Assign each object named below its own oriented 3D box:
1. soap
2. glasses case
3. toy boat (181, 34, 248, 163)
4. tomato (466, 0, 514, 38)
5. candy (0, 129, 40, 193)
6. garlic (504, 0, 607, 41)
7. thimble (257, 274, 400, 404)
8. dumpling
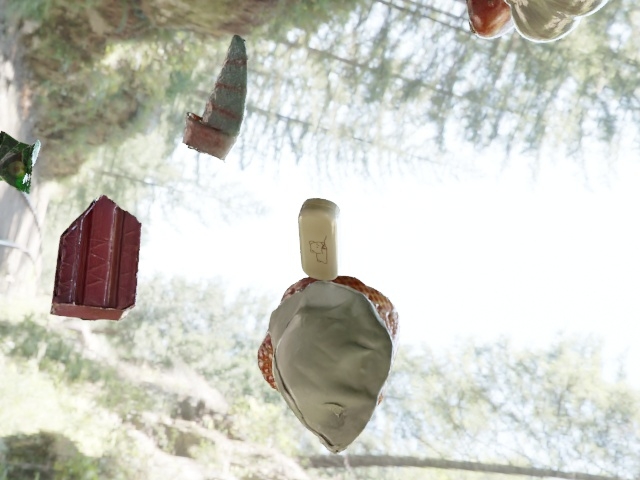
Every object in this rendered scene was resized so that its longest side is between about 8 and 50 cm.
[{"bbox_3d":[-0.451,0.032,1.508,0.099,0.162,0.250,135,-41,-60],"label":"soap"},{"bbox_3d":[0.000,0.000,1.456,0.196,0.083,0.050,85,16,-45],"label":"glasses case"},{"bbox_3d":[-0.212,-0.323,1.662,0.206,0.096,0.282,24,-87,50],"label":"toy boat"},{"bbox_3d":[0.438,-0.590,1.840,0.167,0.167,0.167,-166,-90,-71],"label":"tomato"},{"bbox_3d":[-0.788,-0.198,1.897,0.203,0.078,0.141,17,-107,34],"label":"candy"},{"bbox_3d":[0.320,-0.420,1.099,0.257,0.207,0.207,-102,-148,-54],"label":"garlic"},{"bbox_3d":[0.026,0.266,1.894,0.350,0.350,0.231,-55,-171,47],"label":"thimble"},{"bbox_3d":[0.024,0.239,1.518,0.260,0.181,0.341,-43,-155,13],"label":"dumpling"}]
